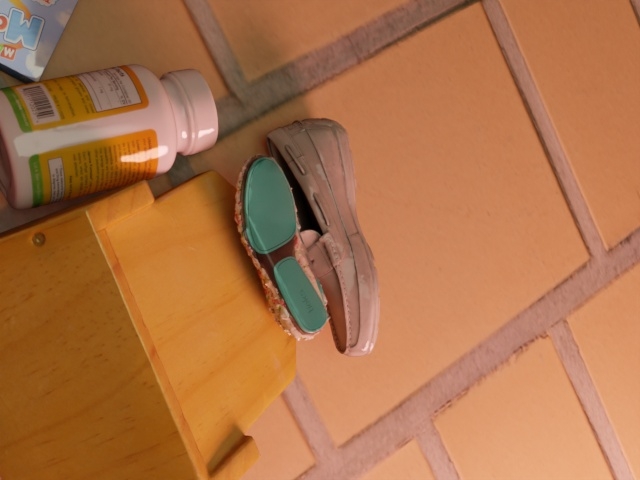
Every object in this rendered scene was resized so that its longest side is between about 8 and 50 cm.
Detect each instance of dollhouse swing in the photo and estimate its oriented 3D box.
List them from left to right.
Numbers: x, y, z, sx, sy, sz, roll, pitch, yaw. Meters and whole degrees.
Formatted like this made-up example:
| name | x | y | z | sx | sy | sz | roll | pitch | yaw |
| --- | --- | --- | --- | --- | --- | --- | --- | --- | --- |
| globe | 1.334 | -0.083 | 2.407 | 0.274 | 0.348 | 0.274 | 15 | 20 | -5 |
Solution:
| name | x | y | z | sx | sy | sz | roll | pitch | yaw |
| --- | --- | --- | --- | --- | --- | --- | --- | --- | --- |
| dollhouse swing | -0.232 | 0.117 | 1.146 | 0.315 | 0.305 | 0.347 | -19 | 101 | 12 |

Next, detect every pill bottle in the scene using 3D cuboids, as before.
| name | x | y | z | sx | sy | sz | roll | pitch | yaw |
| --- | --- | --- | --- | --- | --- | --- | --- | --- | --- |
| pill bottle | -0.251 | -0.128 | 1.111 | 0.245 | 0.136 | 0.136 | -17 | 97 | -27 |

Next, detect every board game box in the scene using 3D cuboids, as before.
| name | x | y | z | sx | sy | sz | roll | pitch | yaw |
| --- | --- | --- | --- | --- | --- | --- | --- | --- | --- |
| board game box | -0.358 | -0.309 | 1.114 | 0.160 | 0.039 | 0.212 | 27 | 78 | -25 |

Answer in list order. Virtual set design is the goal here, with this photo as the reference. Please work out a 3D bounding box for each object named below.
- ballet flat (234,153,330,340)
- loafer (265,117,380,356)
| name | x | y | z | sx | sy | sz | roll | pitch | yaw |
| --- | --- | --- | --- | --- | --- | --- | --- | --- | --- |
| ballet flat | -0.061 | 0.013 | 1.189 | 0.091 | 0.077 | 0.241 | -22 | 101 | -31 |
| loafer | 0.000 | 0.000 | 1.261 | 0.111 | 0.112 | 0.320 | -12 | 87 | -22 |
